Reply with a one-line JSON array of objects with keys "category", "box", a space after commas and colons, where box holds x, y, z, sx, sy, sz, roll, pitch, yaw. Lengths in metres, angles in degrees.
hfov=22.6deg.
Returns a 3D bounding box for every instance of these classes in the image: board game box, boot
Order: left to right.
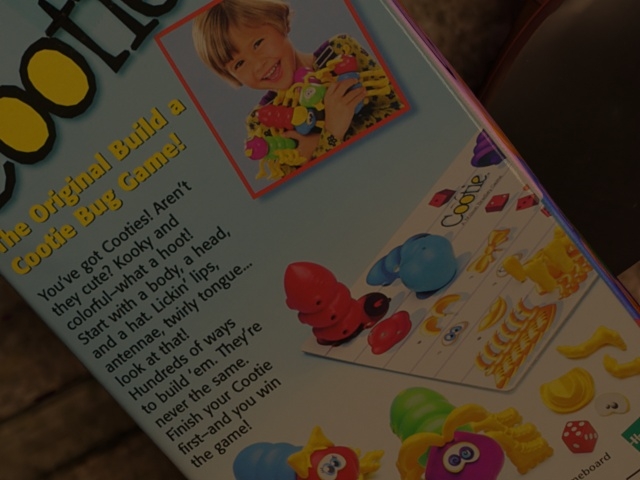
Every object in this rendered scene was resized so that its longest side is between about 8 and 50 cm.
[{"category": "board game box", "box": [0.000, 0.000, 0.538, 0.144, 0.142, 0.275, -37, 106, 8]}, {"category": "boot", "box": [0.131, -0.110, 0.651, 0.112, 0.115, 0.305, 27, 97, -29]}]
